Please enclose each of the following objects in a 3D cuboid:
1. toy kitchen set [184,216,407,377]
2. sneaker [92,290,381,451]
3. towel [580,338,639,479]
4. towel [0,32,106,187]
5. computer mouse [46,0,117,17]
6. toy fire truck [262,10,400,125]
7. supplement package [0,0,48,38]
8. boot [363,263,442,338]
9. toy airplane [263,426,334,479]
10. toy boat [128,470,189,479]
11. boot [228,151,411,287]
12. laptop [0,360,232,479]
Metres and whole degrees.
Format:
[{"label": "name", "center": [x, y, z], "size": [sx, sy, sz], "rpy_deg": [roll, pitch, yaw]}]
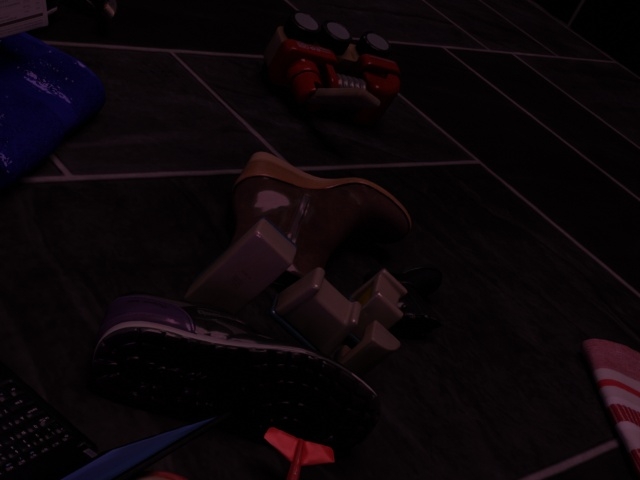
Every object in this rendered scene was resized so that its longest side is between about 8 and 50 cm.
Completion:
[{"label": "toy kitchen set", "center": [-0.020, 0.060, 1.199], "size": [0.207, 0.122, 0.166], "rpy_deg": [43, 25, -12]}, {"label": "sneaker", "center": [-0.074, 0.111, 1.044], "size": [0.283, 0.107, 0.124], "rpy_deg": [20, 22, -14]}, {"label": "towel", "center": [0.471, 0.257, 1.334], "size": [0.237, 0.037, 0.329], "rpy_deg": [18, 29, -15]}, {"label": "towel", "center": [-0.404, -0.183, 1.284], "size": [0.227, 0.076, 0.308], "rpy_deg": [25, 28, -2]}, {"label": "computer mouse", "center": [-0.401, -0.350, 1.596], "size": [0.184, 0.060, 0.262], "rpy_deg": [16, 17, -11]}, {"label": "toy fire truck", "center": [0.043, -0.251, 1.732], "size": [0.217, 0.158, 0.246], "rpy_deg": [10, 44, -30]}, {"label": "supplement package", "center": [-0.492, -0.318, 1.252], "size": [0.262, 0.145, 0.204], "rpy_deg": [12, 26, 25]}, {"label": "boot", "center": [0.119, 0.075, 1.330], "size": [0.121, 0.045, 0.099], "rpy_deg": [-1, 35, -30]}, {"label": "toy airplane", "center": [-0.026, 0.226, 0.949], "size": [0.151, 0.028, 0.151], "rpy_deg": [16, 40, -14]}, {"label": "toy boat", "center": [-0.081, 0.265, 0.766], "size": [0.231, 0.151, 0.151], "rpy_deg": [34, -2, 13]}, {"label": "boot", "center": [0.000, 0.000, 1.345], "size": [0.248, 0.090, 0.207], "rpy_deg": [21, 40, -14]}, {"label": "laptop", "center": [-0.251, 0.138, 0.798], "size": [0.264, 0.136, 0.234], "rpy_deg": [36, 28, 20]}]
